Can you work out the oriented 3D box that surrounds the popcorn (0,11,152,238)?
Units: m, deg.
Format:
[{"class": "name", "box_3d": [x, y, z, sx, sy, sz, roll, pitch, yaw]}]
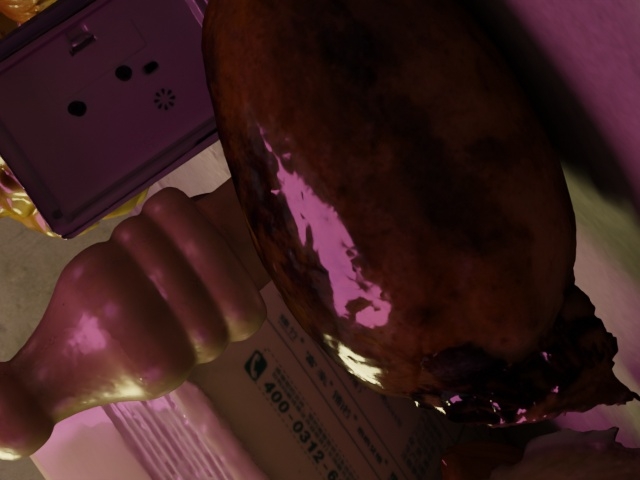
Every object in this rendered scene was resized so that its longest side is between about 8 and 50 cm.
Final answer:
[{"class": "popcorn", "box_3d": [-0.241, -0.140, 1.813, 0.332, 0.225, 0.265, -69, -43, -74]}]

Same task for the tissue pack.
[{"class": "tissue pack", "box_3d": [-0.012, 0.171, 1.444, 0.380, 0.207, 0.297, 58, -144, -17]}]

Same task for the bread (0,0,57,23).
[{"class": "bread", "box_3d": [-0.235, -0.273, 1.473, 0.179, 0.133, 0.250, 54, 172, 26]}]

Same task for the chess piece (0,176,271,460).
[{"class": "chess piece", "box_3d": [-0.069, 0.015, 1.093, 0.124, 0.307, 0.139, 56, 172, -17]}]

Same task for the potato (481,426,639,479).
[{"class": "potato", "box_3d": [0.137, 0.281, 1.071, 0.237, 0.301, 0.289, 63, 176, -29]}]

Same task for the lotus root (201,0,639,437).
[{"class": "lotus root", "box_3d": [0.026, -0.039, 0.913, 0.314, 0.141, 0.169, 61, 174, 1]}]

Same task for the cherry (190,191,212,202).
[{"class": "cherry", "box_3d": [-0.072, 0.083, 1.734, 0.239, 0.239, 0.206, 57, 178, -19]}]

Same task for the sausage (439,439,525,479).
[{"class": "sausage", "box_3d": [0.185, 0.275, 1.394, 0.354, 0.116, 0.134, 59, -149, -29]}]

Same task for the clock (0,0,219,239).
[{"class": "clock", "box_3d": [-0.153, -0.111, 1.450, 0.144, 0.193, 0.073, 58, 173, -21]}]
